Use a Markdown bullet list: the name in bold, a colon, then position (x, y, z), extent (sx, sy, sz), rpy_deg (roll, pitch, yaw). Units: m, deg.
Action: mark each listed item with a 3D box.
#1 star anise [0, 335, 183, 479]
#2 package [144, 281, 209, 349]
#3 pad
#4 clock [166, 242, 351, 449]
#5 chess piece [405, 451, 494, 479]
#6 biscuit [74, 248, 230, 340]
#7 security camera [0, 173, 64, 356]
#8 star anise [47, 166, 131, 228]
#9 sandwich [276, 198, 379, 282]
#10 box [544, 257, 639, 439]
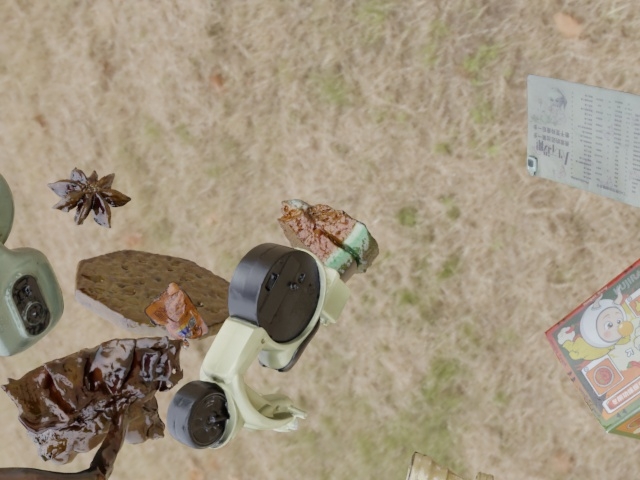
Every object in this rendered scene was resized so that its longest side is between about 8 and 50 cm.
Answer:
- **star anise**: position (-0.259, 0.191, 0.930), extent (0.237, 0.346, 0.148), rpy_deg (-27, 92, 12)
- **package**: position (-0.248, 0.136, 1.496), extent (0.110, 0.077, 0.033), rpy_deg (55, 176, -18)
- **pad**: position (0.381, -0.131, 1.173), extent (0.265, 0.009, 0.159), rpy_deg (26, 132, 48)
- **clock**: position (-0.093, 0.194, 1.467), extent (0.120, 0.378, 0.276), rpy_deg (17, 164, 39)
- **chess piece**: position (0.187, 0.300, 1.020), extent (0.172, 0.060, 0.060), rpy_deg (12, 131, 11)
- **biscuit**: position (-0.327, 0.108, 1.754), extent (0.359, 0.359, 0.046), rpy_deg (31, 115, 33)
- **security camera**: position (-0.473, 0.027, 1.255), extent (0.080, 0.157, 0.301), rpy_deg (9, 127, 32)
- **star anise**: position (-0.466, -0.090, 1.739), extent (0.168, 0.168, 0.057), rpy_deg (42, 142, 21)
- **sandwich**: position (0.010, 0.007, 1.738), extent (0.212, 0.109, 0.292), rpy_deg (46, 168, -23)
- **box**: position (0.459, 0.152, 1.217), extent (0.195, 0.148, 0.177), rpy_deg (-43, 49, 24)
